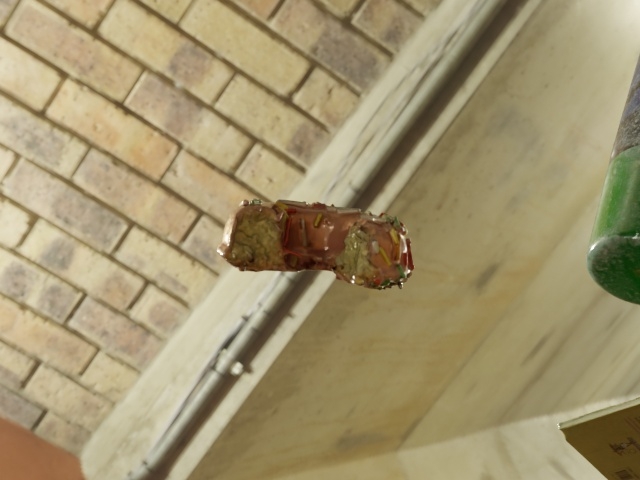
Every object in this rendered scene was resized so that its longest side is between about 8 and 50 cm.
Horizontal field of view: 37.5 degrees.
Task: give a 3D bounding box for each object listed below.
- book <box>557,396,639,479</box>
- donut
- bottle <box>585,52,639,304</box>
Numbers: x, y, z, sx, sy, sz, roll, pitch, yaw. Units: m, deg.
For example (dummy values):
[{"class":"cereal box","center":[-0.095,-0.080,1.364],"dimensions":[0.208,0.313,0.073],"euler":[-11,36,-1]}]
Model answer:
[{"class":"book","center":[0.456,0.280,1.313],"dimensions":[0.168,0.192,0.013],"euler":[44,-140,-24]},{"class":"donut","center":[0.000,0.000,1.121],"dimensions":[0.233,0.085,0.199],"euler":[7,-174,11]},{"class":"bottle","center":[0.301,-0.097,0.793],"dimensions":[0.093,0.093,0.330],"euler":[33,-124,-12]}]
